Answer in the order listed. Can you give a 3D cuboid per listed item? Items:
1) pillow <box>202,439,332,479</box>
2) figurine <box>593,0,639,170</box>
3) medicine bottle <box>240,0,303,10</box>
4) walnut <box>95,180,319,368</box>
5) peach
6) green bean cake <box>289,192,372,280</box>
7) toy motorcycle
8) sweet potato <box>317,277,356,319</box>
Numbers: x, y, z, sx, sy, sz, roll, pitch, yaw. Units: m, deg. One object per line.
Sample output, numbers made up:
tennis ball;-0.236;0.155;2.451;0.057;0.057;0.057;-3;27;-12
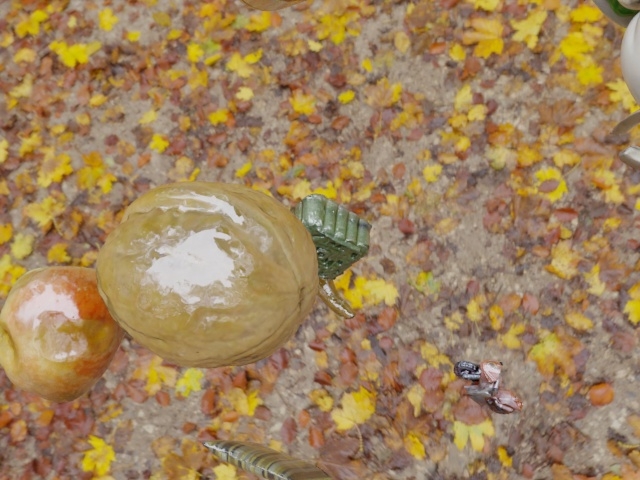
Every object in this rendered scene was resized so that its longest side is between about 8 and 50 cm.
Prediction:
pillow;-0.102;0.440;1.249;0.212;0.208;0.052;15;78;25
figurine;0.197;-0.104;0.332;0.133;0.132;0.153;10;65;17
medicine bottle;-0.043;-0.283;0.636;0.096;0.096;0.192;-31;20;-3
walnut;-0.172;0.047;0.963;0.333;0.333;0.332;-5;64;11
peach;-0.441;0.159;1.086;0.215;0.214;0.235;9;86;17
green bean cake;0.000;0.000;1.404;0.173;0.182;0.094;-38;33;43
toy motorcycle;0.428;0.363;1.567;0.118;0.212;0.084;-27;27;40
sweet potato;-0.040;0.100;1.634;0.346;0.079;0.108;20;106;34
